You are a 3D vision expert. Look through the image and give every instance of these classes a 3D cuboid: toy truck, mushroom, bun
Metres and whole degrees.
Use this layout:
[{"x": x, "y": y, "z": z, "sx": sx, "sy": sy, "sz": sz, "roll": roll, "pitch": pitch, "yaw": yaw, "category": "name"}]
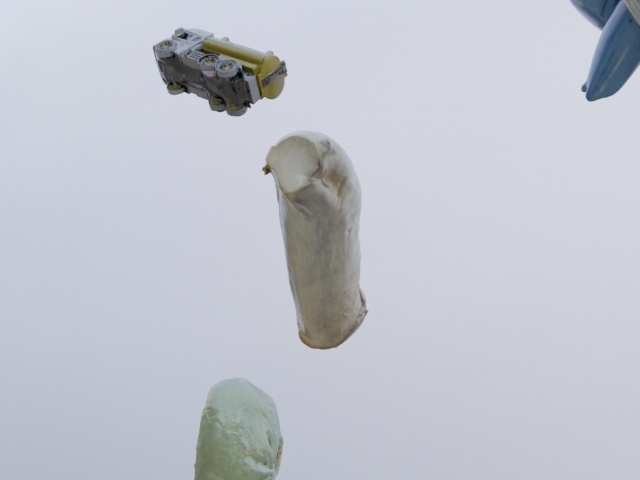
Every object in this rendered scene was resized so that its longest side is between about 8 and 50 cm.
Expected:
[{"x": -0.093, "y": -0.158, "z": 0.890, "sx": 0.123, "sy": 0.063, "sz": 0.052, "roll": 24, "pitch": -37, "yaw": 32, "category": "toy truck"}, {"x": 0.000, "y": 0.000, "z": 1.060, "sx": 0.095, "sy": 0.123, "sz": 0.351, "roll": 9, "pitch": -33, "yaw": 14, "category": "mushroom"}, {"x": -0.114, "y": 0.297, "z": 1.407, "sx": 0.118, "sy": 0.195, "sz": 0.195, "roll": 3, "pitch": -37, "yaw": 2, "category": "bun"}]

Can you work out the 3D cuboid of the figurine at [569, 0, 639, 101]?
[{"x": 0.431, "y": -0.256, "z": 1.045, "sx": 0.243, "sy": 0.298, "sz": 0.416, "roll": 54, "pitch": -12, "yaw": -18, "category": "figurine"}]
